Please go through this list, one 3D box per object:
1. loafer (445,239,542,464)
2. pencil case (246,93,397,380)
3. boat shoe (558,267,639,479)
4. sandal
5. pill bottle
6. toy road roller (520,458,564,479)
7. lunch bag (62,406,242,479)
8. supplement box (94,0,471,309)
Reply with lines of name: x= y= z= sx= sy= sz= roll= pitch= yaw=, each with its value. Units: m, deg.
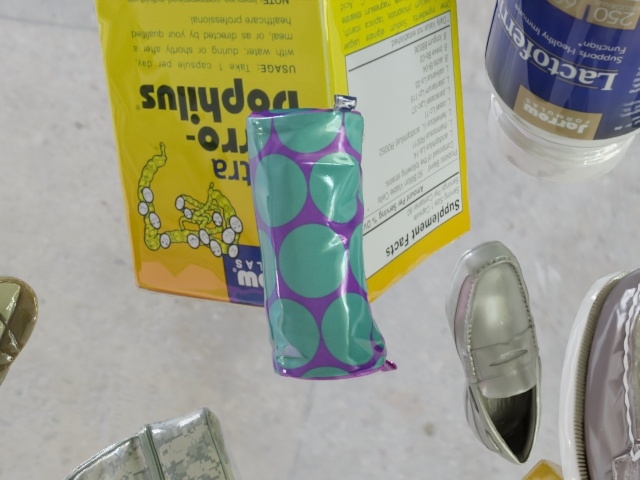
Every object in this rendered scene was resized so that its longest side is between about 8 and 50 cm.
loafer: x=0.223 y=0.141 z=1.645 sx=0.112 sy=0.319 sz=0.111 roll=-23 pitch=39 yaw=-11
pencil case: x=0.000 y=0.000 z=0.737 sx=0.070 sy=0.064 sz=0.151 roll=-4 pitch=89 yaw=-26
boat shoe: x=0.185 y=0.153 z=0.612 sx=0.117 sy=0.096 sz=0.324 roll=7 pitch=65 yaw=-17
sandal: x=-0.274 y=0.095 z=1.015 sx=0.180 sy=0.072 sz=0.049 roll=-53 pitch=28 yaw=10
pill bottle: x=0.209 y=-0.166 z=1.037 sx=0.153 sy=0.264 sz=0.153 roll=1 pitch=59 yaw=-2
toy road roller: x=0.190 y=0.310 z=0.934 sx=0.202 sy=0.329 sz=0.240 roll=-49 pitch=60 yaw=4
lunch bag: x=-0.226 y=0.392 z=1.851 sx=0.256 sy=0.305 sz=0.212 roll=-16 pitch=64 yaw=-3
supplement box: x=-0.027 y=-0.148 z=0.981 sx=0.195 sy=0.194 sz=0.356 roll=6 pitch=112 yaw=31
